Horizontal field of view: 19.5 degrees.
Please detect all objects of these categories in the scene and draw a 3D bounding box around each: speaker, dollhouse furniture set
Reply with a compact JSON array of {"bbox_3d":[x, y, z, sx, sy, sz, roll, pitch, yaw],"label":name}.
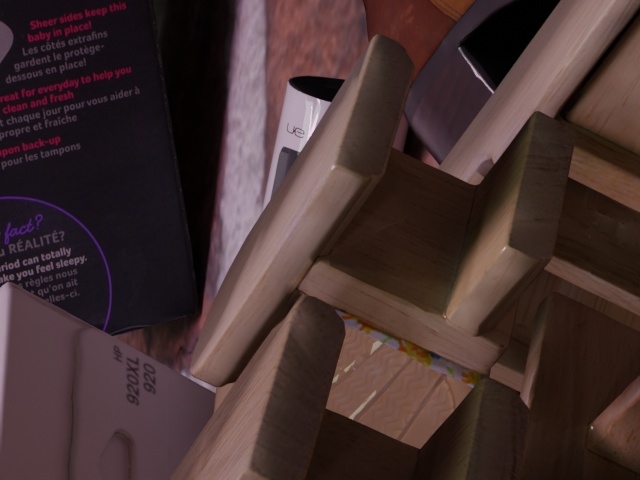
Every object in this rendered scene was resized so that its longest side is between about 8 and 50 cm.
[{"bbox_3d":[0.000,0.000,0.788,0.055,0.055,0.136,-138,56,-60],"label":"speaker"},{"bbox_3d":[0.073,0.054,0.451,0.161,0.212,0.242,-56,12,45],"label":"dollhouse furniture set"}]

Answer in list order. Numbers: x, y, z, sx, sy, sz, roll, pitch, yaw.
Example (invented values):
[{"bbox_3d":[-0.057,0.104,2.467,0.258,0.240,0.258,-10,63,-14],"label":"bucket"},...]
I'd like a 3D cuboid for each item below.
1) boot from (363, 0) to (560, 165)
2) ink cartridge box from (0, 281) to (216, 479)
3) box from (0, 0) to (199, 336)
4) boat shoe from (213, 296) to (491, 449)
[{"bbox_3d":[0.042,-0.189,0.610,0.280,0.096,0.264,59,154,24],"label":"boot"},{"bbox_3d":[-0.140,0.174,0.816,0.233,0.168,0.171,-41,34,28],"label":"ink cartridge box"},{"bbox_3d":[-0.178,-0.085,0.972,0.143,0.165,0.270,-145,44,-62],"label":"box"},{"bbox_3d":[0.058,0.112,0.570,0.103,0.092,0.285,-52,43,8],"label":"boat shoe"}]
